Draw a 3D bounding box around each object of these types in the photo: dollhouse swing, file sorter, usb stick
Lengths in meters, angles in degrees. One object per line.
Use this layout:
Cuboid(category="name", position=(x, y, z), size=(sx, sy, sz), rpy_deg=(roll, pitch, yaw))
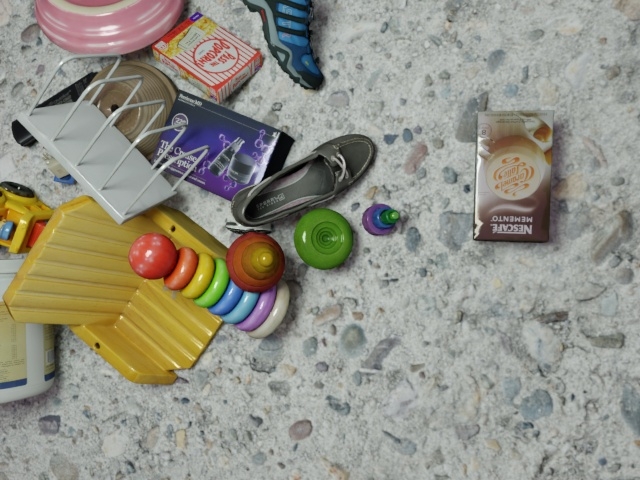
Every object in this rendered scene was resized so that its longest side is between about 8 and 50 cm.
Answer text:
Cuboid(category="dollhouse swing", position=(-0.396, 0.116, 1.141), size=(0.315, 0.305, 0.347), rpy_deg=(37, 97, 12))
Cuboid(category="file sorter", position=(-0.392, -0.212, 1.070), size=(0.277, 0.193, 0.173), rpy_deg=(46, 116, -3))
Cuboid(category="usb stick", position=(-0.648, -0.323, 1.342), size=(0.278, 0.045, 0.077), rpy_deg=(-27, 76, 12))

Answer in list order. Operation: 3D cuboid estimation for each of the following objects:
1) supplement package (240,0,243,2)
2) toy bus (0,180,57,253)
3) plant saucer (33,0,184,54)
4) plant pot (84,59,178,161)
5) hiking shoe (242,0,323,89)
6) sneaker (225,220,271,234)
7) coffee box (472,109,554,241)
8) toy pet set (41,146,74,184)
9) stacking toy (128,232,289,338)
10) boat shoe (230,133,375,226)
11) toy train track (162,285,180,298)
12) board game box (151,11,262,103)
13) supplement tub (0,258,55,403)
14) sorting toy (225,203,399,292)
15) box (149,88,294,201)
Cuboid(category="supplement package", position=(-0.125, -0.645, 1.145), size=(0.194, 0.149, 0.203), rpy_deg=(-16, 97, 13))
Cuboid(category="toy bus", position=(-0.712, -0.031, 1.271), size=(0.211, 0.220, 0.149), rpy_deg=(28, 99, 7))
Cuboid(category="plant saucer", position=(-0.476, -0.558, 1.207), size=(0.332, 0.084, 0.332), rpy_deg=(0, 63, 0))
Cuboid(category="plant pot", position=(-0.444, -0.294, 1.237), size=(0.237, 0.110, 0.237), rpy_deg=(1, 98, 7))
Cuboid(category="hiking shoe", position=(-0.055, -0.444, 1.093), size=(0.132, 0.113, 0.304), rpy_deg=(-24, 128, 15))
Cuboid(category="sneaker", position=(-0.161, -0.038, 1.224), size=(0.109, 0.040, 0.043), rpy_deg=(1, 74, 10))
Cuboid(category="coffee box", position=(0.372, -0.120, 1.056), size=(0.141, 0.098, 0.246), rpy_deg=(1, 89, 14))
Cuboid(category="toy pet set", position=(-0.618, -0.201, 1.337), size=(0.122, 0.065, 0.114), rpy_deg=(-21, 49, 10))
Cuboid(category="stacking toy", position=(-0.226, 0.077, 1.092), size=(0.330, 0.141, 0.141), rpy_deg=(32, 99, -31))
Cuboid(category="boat shoe", position=(-0.024, -0.116, 1.109), size=(0.335, 0.095, 0.112), rpy_deg=(-28, 108, -8))
Cuboid(category="toy train track", position=(-0.288, 0.098, 1.134), size=(0.014, 0.083, 0.048), rpy_deg=(40, 121, 54))
Cuboid(category="board game box", position=(-0.251, -0.410, 1.211), size=(0.193, 0.045, 0.147), rpy_deg=(36, 67, 11))
Cuboid(category="supplement tub", position=(-0.747, 0.201, 1.265), size=(0.228, 0.228, 0.316), rpy_deg=(-2, 88, 14))
Cuboid(category="sorting toy", position=(0.000, 0.000, 1.056), size=(0.365, 0.126, 0.127), rpy_deg=(-19, 91, -17))
Cuboid(category="box", position=(-0.218, -0.197, 1.206), size=(0.261, 0.103, 0.184), rpy_deg=(24, 92, 13))
